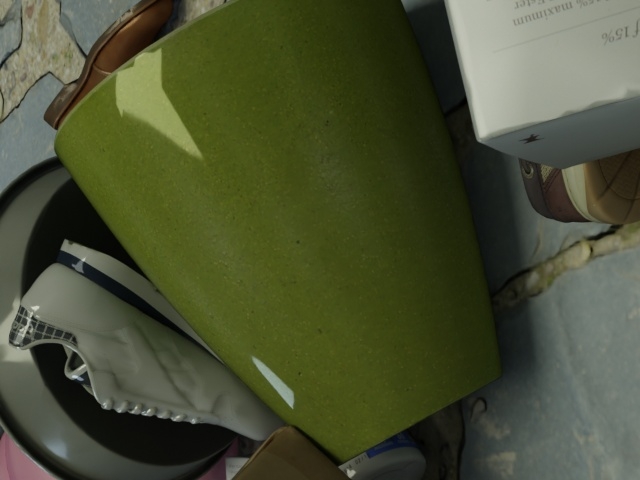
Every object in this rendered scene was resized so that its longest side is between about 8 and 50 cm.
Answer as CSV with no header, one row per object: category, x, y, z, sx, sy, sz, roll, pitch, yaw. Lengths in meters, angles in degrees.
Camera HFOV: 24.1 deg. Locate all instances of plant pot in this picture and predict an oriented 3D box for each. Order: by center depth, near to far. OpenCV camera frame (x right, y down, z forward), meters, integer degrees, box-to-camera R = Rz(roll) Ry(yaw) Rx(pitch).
plant pot,0.000,0.000,1.069,0.275,0.275,0.293,-37,79,48

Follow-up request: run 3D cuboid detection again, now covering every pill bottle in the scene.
pill bottle,0.019,0.137,1.167,0.137,0.078,0.078,59,135,33

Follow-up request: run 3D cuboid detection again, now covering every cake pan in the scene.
cake pan,-0.148,0.062,1.216,0.054,0.293,0.293,-19,76,45

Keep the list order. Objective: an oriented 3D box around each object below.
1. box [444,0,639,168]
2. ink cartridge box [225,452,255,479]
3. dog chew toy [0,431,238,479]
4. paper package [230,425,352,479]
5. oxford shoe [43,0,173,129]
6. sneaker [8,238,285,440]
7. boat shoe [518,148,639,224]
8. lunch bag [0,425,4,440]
box,0.166,-0.234,0.788,0.215,0.168,0.345,-15,82,22
ink cartridge box,-0.018,0.275,1.232,0.115,0.067,0.198,-8,85,54
dog chew toy,-0.210,0.211,1.393,0.332,0.206,0.207,-40,60,56
paper package,-0.009,0.347,1.034,0.325,0.168,0.309,41,131,6
oxford shoe,-0.191,-0.163,1.467,0.076,0.076,0.212,46,131,4
sneaker,-0.127,0.096,1.136,0.095,0.235,0.090,-58,26,-14
boat shoe,0.151,-0.149,0.957,0.092,0.103,0.285,-8,91,49
lunch bag,-0.332,0.121,1.582,0.223,0.160,0.262,35,113,47
